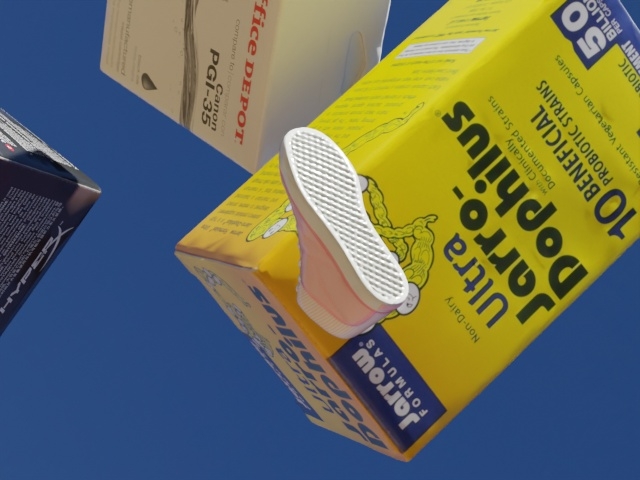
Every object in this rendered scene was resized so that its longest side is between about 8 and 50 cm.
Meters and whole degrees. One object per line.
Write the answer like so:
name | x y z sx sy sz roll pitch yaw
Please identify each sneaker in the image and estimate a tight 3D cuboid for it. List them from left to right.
sneaker | 0.000 0.000 1.069 0.070 0.051 0.134 -49 -118 46

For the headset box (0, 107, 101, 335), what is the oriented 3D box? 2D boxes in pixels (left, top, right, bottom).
headset box | -0.266 -0.063 0.785 0.218 0.293 0.110 37 -85 18

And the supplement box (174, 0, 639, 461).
supplement box | 0.098 -0.030 1.340 0.194 0.356 0.195 51 -15 -17

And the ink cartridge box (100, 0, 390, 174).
ink cartridge box | -0.075 -0.206 1.568 0.283 0.117 0.207 35 -57 45
